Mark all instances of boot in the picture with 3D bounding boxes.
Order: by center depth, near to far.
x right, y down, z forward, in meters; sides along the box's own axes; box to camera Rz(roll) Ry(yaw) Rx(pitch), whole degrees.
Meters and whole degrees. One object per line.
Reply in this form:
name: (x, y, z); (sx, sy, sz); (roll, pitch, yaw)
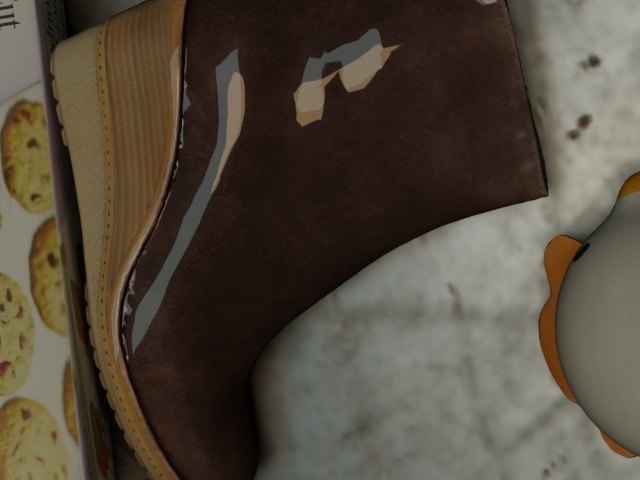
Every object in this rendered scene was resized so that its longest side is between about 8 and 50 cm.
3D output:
boot: (0.000, 0.000, 0.568); (0.207, 0.090, 0.248); (-9, 102, 11)

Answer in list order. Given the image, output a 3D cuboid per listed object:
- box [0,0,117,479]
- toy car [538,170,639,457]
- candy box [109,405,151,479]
box: (-0.144, -0.015, 0.581); (0.067, 0.063, 0.324); (-8, 78, 2)
toy car: (0.162, 0.006, 0.485); (0.238, 0.219, 0.210); (-21, 88, 47)
candy box: (-0.143, 0.187, 0.640); (0.165, 0.070, 0.196); (42, 106, 11)
